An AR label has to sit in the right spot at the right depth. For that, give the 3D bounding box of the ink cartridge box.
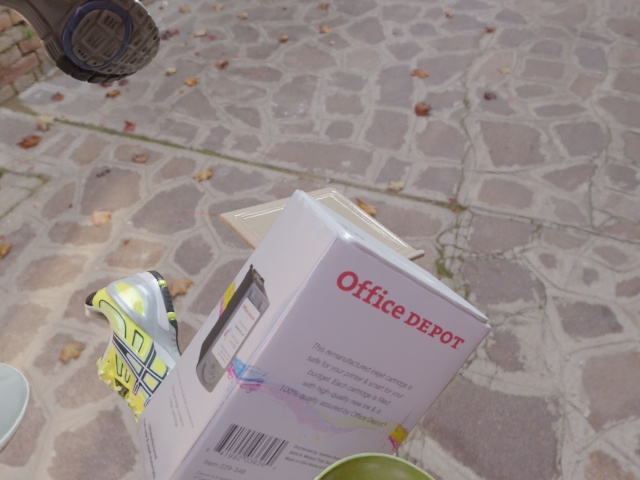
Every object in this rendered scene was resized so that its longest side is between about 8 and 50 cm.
[{"bbox_3d":[-0.010,0.139,0.589,0.306,0.226,0.131,-55,32,7],"label":"ink cartridge box"}]

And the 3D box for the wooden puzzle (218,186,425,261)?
[{"bbox_3d":[0.000,0.000,0.844,0.220,0.044,0.238,-18,40,-38],"label":"wooden puzzle"}]

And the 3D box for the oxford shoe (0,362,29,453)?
[{"bbox_3d":[-0.491,0.221,0.666,0.169,0.130,0.449,16,7,3],"label":"oxford shoe"}]

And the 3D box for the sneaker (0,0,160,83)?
[{"bbox_3d":[-0.263,-0.252,0.527,0.111,0.297,0.129,-35,67,13],"label":"sneaker"}]

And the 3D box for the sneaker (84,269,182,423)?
[{"bbox_3d":[-0.308,0.249,1.002,0.147,0.145,0.385,-13,70,-24],"label":"sneaker"}]

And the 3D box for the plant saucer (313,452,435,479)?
[{"bbox_3d":[0.057,0.296,0.449,0.240,0.037,0.241,25,44,-26],"label":"plant saucer"}]
